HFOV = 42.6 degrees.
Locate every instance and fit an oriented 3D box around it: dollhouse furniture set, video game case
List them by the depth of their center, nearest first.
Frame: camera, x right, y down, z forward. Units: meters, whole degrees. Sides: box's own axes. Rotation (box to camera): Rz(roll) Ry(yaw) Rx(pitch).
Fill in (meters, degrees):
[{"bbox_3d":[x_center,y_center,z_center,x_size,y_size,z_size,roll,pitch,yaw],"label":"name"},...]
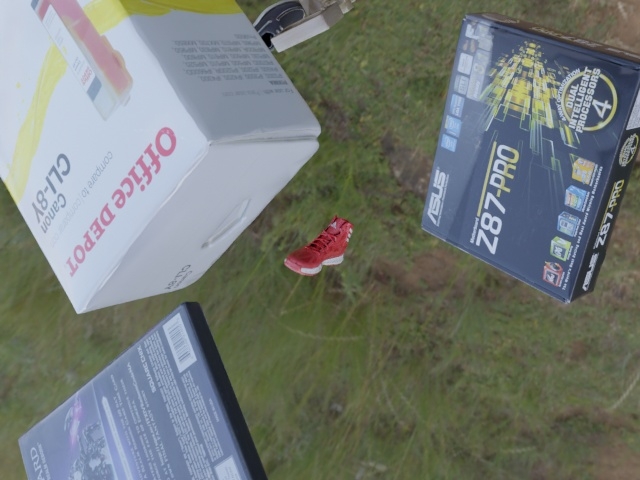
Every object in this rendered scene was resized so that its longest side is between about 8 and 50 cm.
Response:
[{"bbox_3d":[-0.169,0.208,0.738,0.274,0.026,0.196,-38,64,29],"label":"video game case"},{"bbox_3d":[-0.030,-0.397,1.299,0.144,0.151,0.123,-13,117,43],"label":"dollhouse furniture set"}]

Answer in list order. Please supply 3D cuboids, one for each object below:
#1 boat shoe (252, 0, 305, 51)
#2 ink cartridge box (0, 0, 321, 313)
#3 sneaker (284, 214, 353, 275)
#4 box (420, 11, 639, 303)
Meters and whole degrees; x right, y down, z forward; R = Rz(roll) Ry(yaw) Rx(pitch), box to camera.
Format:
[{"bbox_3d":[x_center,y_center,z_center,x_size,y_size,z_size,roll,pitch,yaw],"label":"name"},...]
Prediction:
[{"bbox_3d":[-0.091,-0.341,1.406,0.065,0.206,0.075,36,153,30],"label":"boat shoe"},{"bbox_3d":[-0.217,-0.164,0.830,0.279,0.160,0.385,-45,72,36],"label":"ink cartridge box"},{"bbox_3d":[0.000,0.000,1.947,0.087,0.221,0.128,29,113,20],"label":"sneaker"},{"bbox_3d":[0.344,-0.141,1.340,0.318,0.097,0.395,32,125,38],"label":"box"}]
